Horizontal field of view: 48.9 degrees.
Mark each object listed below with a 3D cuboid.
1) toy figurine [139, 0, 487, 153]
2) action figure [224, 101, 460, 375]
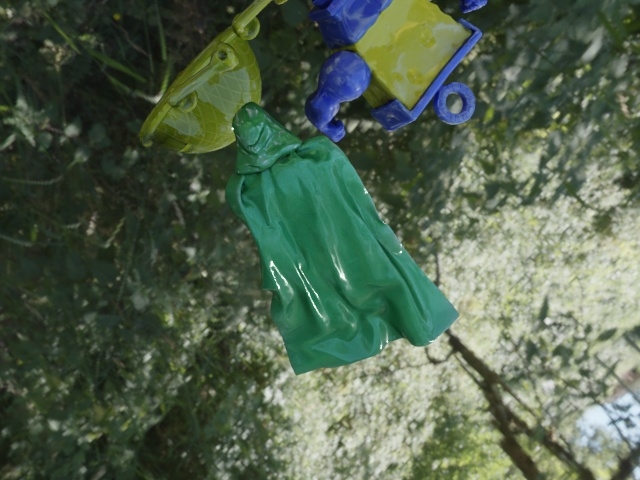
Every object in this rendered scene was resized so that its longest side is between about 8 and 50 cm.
[{"bbox_3d":[0.049,-0.158,0.588,0.362,0.217,0.191,-53,-161,-12],"label":"toy figurine"},{"bbox_3d":[0.000,0.000,0.481,0.137,0.063,0.232,-24,133,5],"label":"action figure"}]
